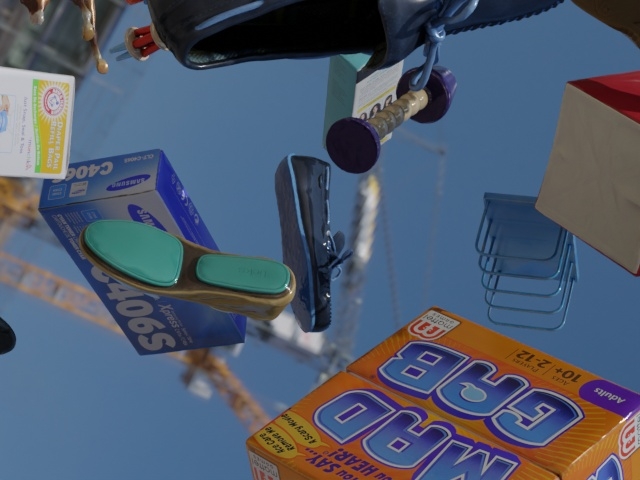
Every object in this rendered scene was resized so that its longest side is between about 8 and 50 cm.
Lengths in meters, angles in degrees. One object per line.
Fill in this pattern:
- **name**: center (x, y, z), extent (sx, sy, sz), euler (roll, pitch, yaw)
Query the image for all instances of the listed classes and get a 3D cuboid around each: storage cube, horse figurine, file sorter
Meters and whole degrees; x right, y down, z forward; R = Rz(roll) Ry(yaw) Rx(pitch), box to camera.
- **storage cube**: center (0.411, -0.090, 1.787), extent (0.215, 0.193, 0.184), euler (40, -49, 42)
- **horse figurine**: center (-0.246, -0.301, 1.494), extent (0.174, 0.066, 0.263), euler (61, -34, 36)
- **file sorter**: center (0.279, 0.032, 1.970), extent (0.118, 0.170, 0.104), euler (6, -127, 18)

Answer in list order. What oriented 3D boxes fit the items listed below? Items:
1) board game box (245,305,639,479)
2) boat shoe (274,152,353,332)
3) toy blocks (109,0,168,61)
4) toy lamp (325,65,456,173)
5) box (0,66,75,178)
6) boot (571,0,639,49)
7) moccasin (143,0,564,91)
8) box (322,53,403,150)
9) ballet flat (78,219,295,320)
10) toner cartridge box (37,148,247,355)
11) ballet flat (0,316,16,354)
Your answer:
- **board game box**: center (0.177, 0.364, 1.857), extent (0.356, 0.357, 0.356), euler (-32, -142, -33)
- **boat shoe**: center (0.000, 0.000, 2.047), extent (0.109, 0.089, 0.258), euler (158, -70, -64)
- **toy blocks**: center (-0.251, -0.328, 2.113), extent (0.148, 0.054, 0.123), euler (-16, -99, 31)
- **toy lamp**: center (0.099, -0.160, 1.834), extent (0.080, 0.080, 0.274), euler (-42, 179, 37)
- **box**: center (-0.344, -0.116, 1.367), extent (0.114, 0.203, 0.103), euler (9, -85, 38)
- **boot**: center (0.428, -0.278, 1.767), extent (0.095, 0.262, 0.203), euler (-59, 170, 31)
- **moccasin**: center (0.039, -0.174, 1.120), extent (0.138, 0.342, 0.117), euler (92, -14, -54)
- **box**: center (0.062, -0.217, 2.165), extent (0.100, 0.060, 0.244), euler (-36, 156, -23)
- **ballet flat**: center (-0.143, 0.041, 1.531), extent (0.073, 0.232, 0.080), euler (107, -3, -53)
- **toner cartridge box**: center (-0.229, 0.025, 1.953), extent (0.165, 0.348, 0.075), euler (-9, -129, 14)
- **ballet flat**: center (-0.461, 0.104, 1.829), extent (0.049, 0.173, 0.057), euler (1, -108, 51)
